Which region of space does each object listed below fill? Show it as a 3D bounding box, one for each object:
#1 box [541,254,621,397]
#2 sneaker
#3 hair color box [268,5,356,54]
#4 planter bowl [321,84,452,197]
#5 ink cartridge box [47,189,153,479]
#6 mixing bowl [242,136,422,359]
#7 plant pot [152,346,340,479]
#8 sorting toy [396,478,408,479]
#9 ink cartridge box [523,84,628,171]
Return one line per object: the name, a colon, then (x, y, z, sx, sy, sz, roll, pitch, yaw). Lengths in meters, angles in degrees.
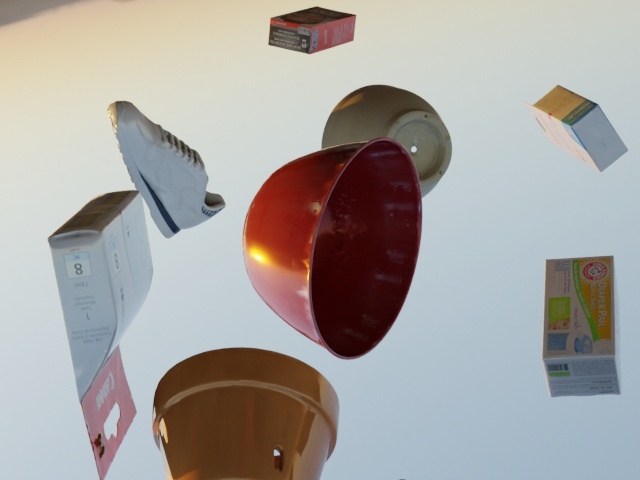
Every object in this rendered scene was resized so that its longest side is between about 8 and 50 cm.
box: (0.411, 0.132, 2.000, 0.114, 0.103, 0.203, -4, -133, 16)
sneaker: (-0.207, -0.106, 1.691, 0.094, 0.235, 0.090, -20, -132, 5)
hair color box: (-0.011, -0.307, 1.856, 0.072, 0.043, 0.141, 16, -157, 23)
planter bowl: (0.096, -0.114, 1.583, 0.162, 0.162, 0.109, -20, -167, -22)
ink cartridge box: (-0.312, 0.137, 1.979, 0.091, 0.385, 0.308, -9, -167, 4)
mixing bowl: (0.000, 0.000, 1.045, 0.098, 0.181, 0.181, 11, -155, 30)
plant pot: (-0.117, 0.327, 1.910, 0.291, 0.291, 0.203, -12, -137, 14)
sorting toy: (0.106, 0.443, 1.841, 0.307, 0.229, 0.041, -28, -136, -11)
ink cartridge box: (0.418, -0.191, 2.107, 0.061, 0.104, 0.181, -40, -154, -1)
